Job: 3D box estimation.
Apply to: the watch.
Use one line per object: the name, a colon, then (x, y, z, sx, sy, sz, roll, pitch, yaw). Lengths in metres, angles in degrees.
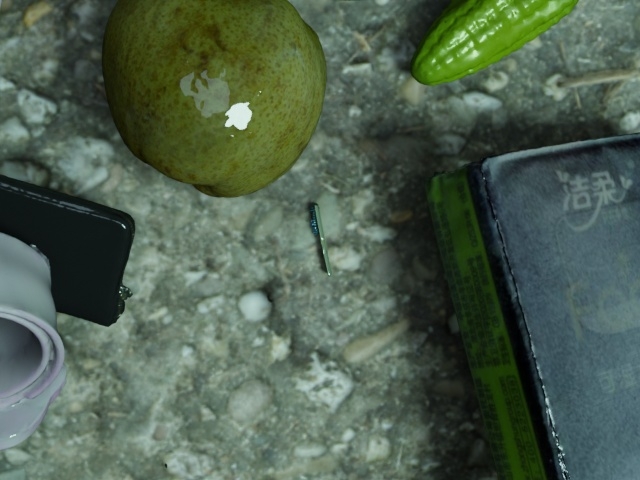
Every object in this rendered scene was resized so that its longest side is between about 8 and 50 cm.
watch: (-0.375, 0.092, 0.805, 0.248, 0.211, 0.217, -7, 137, -20)

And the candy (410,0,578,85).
candy: (0.186, -0.242, 0.928, 0.209, 0.097, 0.097, -38, 97, 0)

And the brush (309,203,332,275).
brush: (0.000, 0.000, 0.957, 0.013, 0.016, 0.084, -12, 94, 7)

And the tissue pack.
tissue pack: (0.284, 0.097, 0.878, 0.288, 0.124, 0.394, -10, 83, -31)

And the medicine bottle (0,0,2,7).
medicine bottle: (-0.468, -0.286, 0.807, 0.293, 0.170, 0.170, 11, 92, -7)

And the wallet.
wallet: (-0.314, 0.001, 0.884, 0.250, 0.044, 0.149, 15, 120, -6)

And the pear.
pear: (-0.111, -0.152, 0.847, 0.228, 0.188, 0.211, 19, 78, -8)
